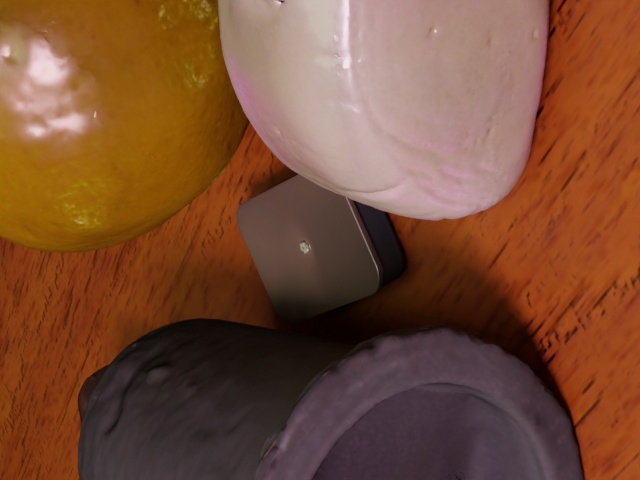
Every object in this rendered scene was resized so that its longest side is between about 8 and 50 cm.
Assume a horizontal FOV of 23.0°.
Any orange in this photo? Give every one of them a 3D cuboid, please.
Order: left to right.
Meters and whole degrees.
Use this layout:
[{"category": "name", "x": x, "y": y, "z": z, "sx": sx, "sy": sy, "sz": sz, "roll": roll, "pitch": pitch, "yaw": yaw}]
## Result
[{"category": "orange", "x": -0.164, "y": -0.129, "z": 1.002, "sx": 0.279, "sy": 0.235, "sz": 0.279, "roll": 43, "pitch": 153, "yaw": 28}]

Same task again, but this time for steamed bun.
[{"category": "steamed bun", "x": 0.018, "y": -0.121, "z": 0.834, "sx": 0.170, "sy": 0.153, "sz": 0.238, "roll": 23, "pitch": 124, "yaw": 45}]

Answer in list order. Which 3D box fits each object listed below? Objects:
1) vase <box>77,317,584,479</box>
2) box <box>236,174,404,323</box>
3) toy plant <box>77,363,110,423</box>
[{"category": "vase", "x": -0.021, "y": 0.151, "z": 0.981, "sx": 0.291, "sy": 0.245, "sz": 0.245, "roll": 11, "pitch": 117, "yaw": 54}, {"category": "box", "x": 0.000, "y": 0.000, "z": 1.028, "sx": 0.126, "sy": 0.031, "sz": 0.091, "roll": -26, "pitch": 88, "yaw": 54}, {"category": "toy plant", "x": -0.120, "y": 0.186, "z": 1.235, "sx": 0.143, "sy": 0.105, "sz": 0.200, "roll": 8, "pitch": 134, "yaw": 35}]
